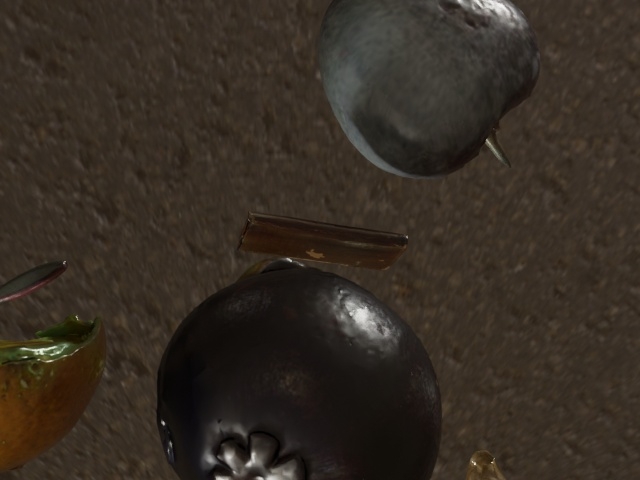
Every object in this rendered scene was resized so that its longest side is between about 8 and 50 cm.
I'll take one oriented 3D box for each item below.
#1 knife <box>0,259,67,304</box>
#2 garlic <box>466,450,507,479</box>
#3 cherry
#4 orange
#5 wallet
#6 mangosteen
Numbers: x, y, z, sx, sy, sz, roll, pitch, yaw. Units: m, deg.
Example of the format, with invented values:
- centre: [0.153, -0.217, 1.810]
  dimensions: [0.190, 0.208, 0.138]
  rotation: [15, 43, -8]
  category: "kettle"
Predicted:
- centre: [-0.431, 0.075, 1.776]
  dimensions: [0.247, 0.018, 0.035]
  rotation: [-23, 95, 13]
  category: "knife"
- centre: [0.235, 0.344, 1.886]
  dimensions: [0.066, 0.152, 0.084]
  rotation: [-5, 55, 11]
  category: "garlic"
- centre: [0.129, -0.200, 1.645]
  dimensions: [0.296, 0.218, 0.255]
  rotation: [44, 80, 3]
  category: "cherry"
- centre: [-0.388, 0.169, 1.561]
  dimensions: [0.334, 0.262, 0.196]
  rotation: [-20, 92, 34]
  category: "orange"
- centre: [0.000, 0.000, 1.521]
  dimensions: [0.176, 0.095, 0.026]
  rotation: [7, 68, -10]
  category: "wallet"
- centre: [-0.011, 0.102, 0.932]
  dimensions: [0.194, 0.230, 0.194]
  rotation: [3, 111, 7]
  category: "mangosteen"
